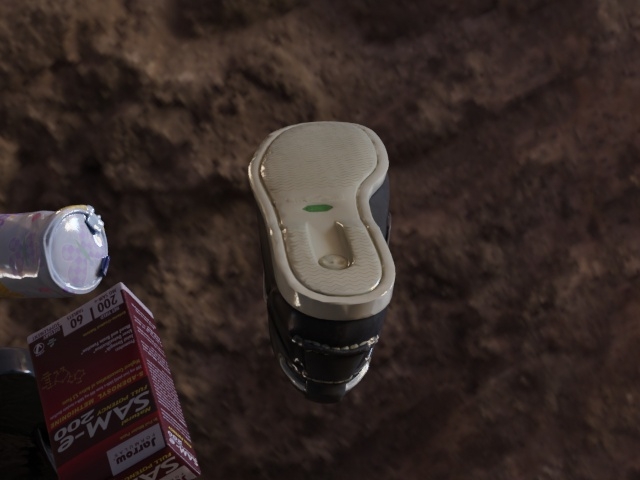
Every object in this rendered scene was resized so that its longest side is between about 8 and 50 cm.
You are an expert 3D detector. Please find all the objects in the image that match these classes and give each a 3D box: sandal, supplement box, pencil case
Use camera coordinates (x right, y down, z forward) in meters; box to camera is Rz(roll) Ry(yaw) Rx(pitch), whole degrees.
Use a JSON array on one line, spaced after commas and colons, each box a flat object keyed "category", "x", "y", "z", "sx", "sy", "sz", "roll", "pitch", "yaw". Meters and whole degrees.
[{"category": "sandal", "x": -0.388, "y": 0.279, "z": 1.837, "sx": 0.167, "sy": 0.446, "sz": 0.107, "roll": -14, "pitch": -120, "yaw": -6}, {"category": "supplement box", "x": -0.224, "y": 0.173, "z": 1.565, "sx": 0.130, "sy": 0.073, "sz": 0.239, "roll": -31, "pitch": -133, "yaw": 6}, {"category": "pencil case", "x": -0.409, "y": 0.013, "z": 1.958, "sx": 0.273, "sy": 0.113, "sz": 0.124, "roll": -3, "pitch": -113, "yaw": 37}]

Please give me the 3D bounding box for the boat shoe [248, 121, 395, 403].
[{"category": "boat shoe", "x": 0.000, "y": 0.000, "z": 0.849, "sx": 0.084, "sy": 0.079, "sz": 0.233, "roll": 0, "pitch": -148, "yaw": -1}]
